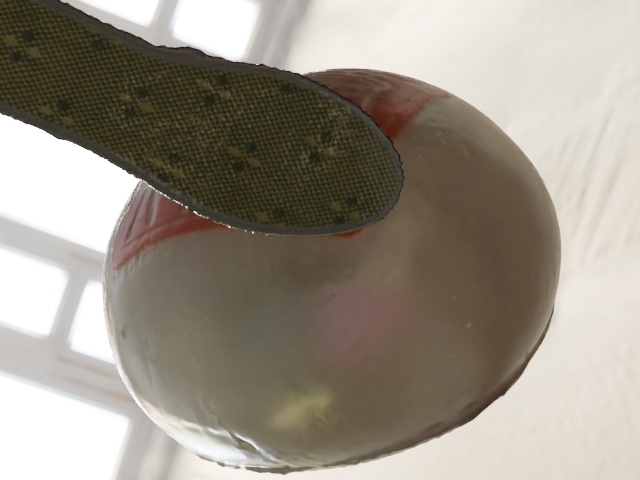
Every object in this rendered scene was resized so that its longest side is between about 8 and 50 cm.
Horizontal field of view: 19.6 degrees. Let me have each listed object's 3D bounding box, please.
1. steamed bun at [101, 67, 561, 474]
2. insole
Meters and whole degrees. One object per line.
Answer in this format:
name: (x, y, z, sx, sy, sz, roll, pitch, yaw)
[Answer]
steamed bun: (0.000, 0.000, 1.449, 0.374, 0.374, 0.241, -99, 173, -60)
insole: (-0.091, -0.077, 1.121, 0.109, 0.322, 0.007, -62, -157, 15)
